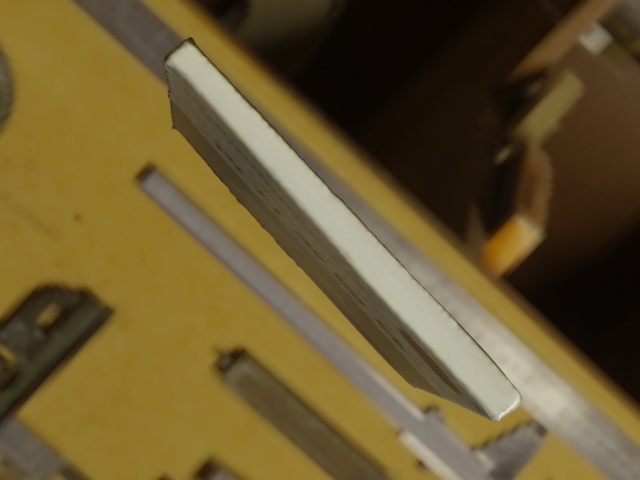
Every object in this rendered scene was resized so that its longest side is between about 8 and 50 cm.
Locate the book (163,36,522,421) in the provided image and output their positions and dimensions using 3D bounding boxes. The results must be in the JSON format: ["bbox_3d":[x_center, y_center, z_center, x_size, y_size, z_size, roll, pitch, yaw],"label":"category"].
[{"bbox_3d":[0.000,0.000,0.975,0.021,0.217,0.310,-43,-179,-4],"label":"book"}]
